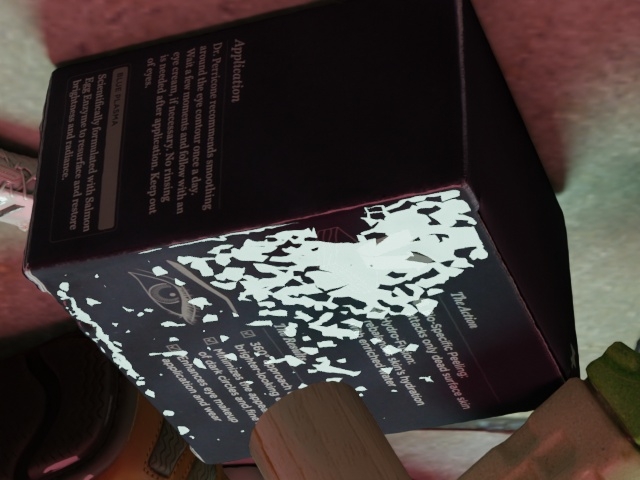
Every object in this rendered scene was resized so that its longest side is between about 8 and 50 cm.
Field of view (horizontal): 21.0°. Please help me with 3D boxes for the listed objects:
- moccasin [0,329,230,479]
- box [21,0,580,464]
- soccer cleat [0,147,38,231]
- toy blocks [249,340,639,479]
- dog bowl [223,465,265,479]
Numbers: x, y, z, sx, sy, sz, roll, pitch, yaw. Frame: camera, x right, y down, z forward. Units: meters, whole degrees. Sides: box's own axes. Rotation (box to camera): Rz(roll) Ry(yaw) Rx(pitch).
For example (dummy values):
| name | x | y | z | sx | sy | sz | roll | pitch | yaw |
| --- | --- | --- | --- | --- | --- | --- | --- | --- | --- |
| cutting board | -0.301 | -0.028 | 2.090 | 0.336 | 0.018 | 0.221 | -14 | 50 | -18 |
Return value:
| name | x | y | z | sx | sy | sz | roll | pitch | yaw |
| --- | --- | --- | --- | --- | --- | --- | --- | --- | --- |
| moccasin | -0.225 | 0.147 | 0.842 | 0.380 | 0.139 | 0.147 | -20 | 135 | 12 |
| box | 0.000 | 0.000 | 0.635 | 0.158 | 0.093 | 0.156 | -11 | 145 | 17 |
| soccer cleat | -0.120 | -0.022 | 0.662 | 0.083 | 0.029 | 0.036 | 5 | 151 | 0 |
| toy blocks | 0.197 | 0.114 | 0.561 | 0.288 | 0.260 | 0.309 | -43 | 140 | 11 |
| dog bowl | -0.028 | 0.253 | 1.023 | 0.348 | 0.102 | 0.349 | -1 | 147 | 0 |
